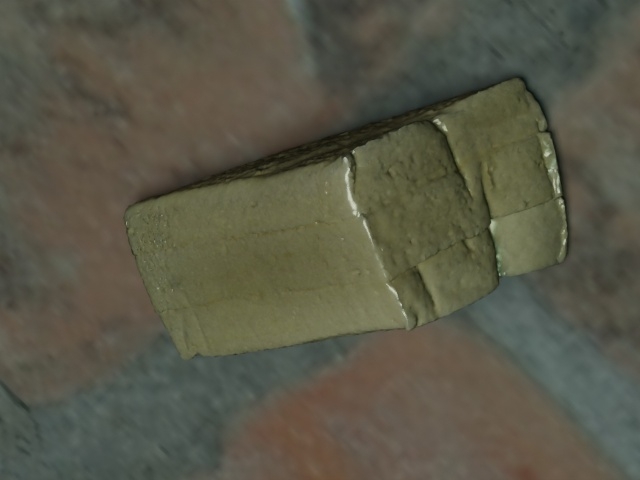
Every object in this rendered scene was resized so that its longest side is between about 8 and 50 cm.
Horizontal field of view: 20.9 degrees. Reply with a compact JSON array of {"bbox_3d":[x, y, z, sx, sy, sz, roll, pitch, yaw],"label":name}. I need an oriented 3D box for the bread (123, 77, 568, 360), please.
[{"bbox_3d":[0.009,-0.006,0.703,0.152,0.105,0.077,-7,104,47],"label":"bread"}]
